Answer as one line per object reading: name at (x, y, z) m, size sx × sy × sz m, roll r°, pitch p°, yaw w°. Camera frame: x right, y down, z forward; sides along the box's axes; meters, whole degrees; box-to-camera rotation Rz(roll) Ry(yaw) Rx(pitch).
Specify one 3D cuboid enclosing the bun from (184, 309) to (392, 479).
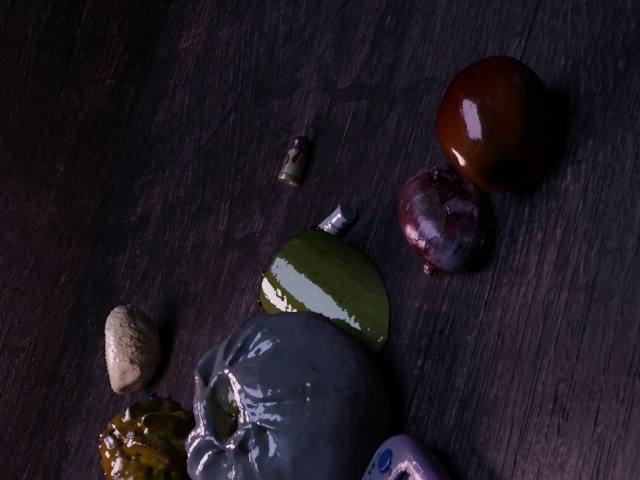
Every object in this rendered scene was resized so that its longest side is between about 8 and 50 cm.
bun at (-0.061, 0.262, 1.484) m, size 0.354 × 0.194 × 0.354 m, roll -20°, pitch 59°, yaw 37°

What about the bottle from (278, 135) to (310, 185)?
bottle at (-0.050, -0.163, 2.054) m, size 0.063 × 0.047 × 0.101 m, roll 2°, pitch 72°, yaw 56°

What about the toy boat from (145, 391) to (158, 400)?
toy boat at (-0.365, 0.405, 2.282) m, size 0.110 × 0.091 × 0.175 m, roll -22°, pitch 39°, yaw 16°

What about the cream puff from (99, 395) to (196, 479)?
cream puff at (-0.350, 0.432, 2.091) m, size 0.244 × 0.196 × 0.244 m, roll -5°, pitch 81°, yaw 30°

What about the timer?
timer at (0.099, 0.362, 1.288) m, size 0.208 × 0.069 × 0.191 m, roll -63°, pitch 24°, yaw 14°

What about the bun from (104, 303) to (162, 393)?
bun at (-0.453, 0.262, 2.492) m, size 0.220 × 0.134 × 0.220 m, roll 177°, pitch 90°, yaw -85°

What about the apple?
apple at (0.226, -0.148, 1.321) m, size 0.156 × 0.147 × 0.158 m, roll -33°, pitch 40°, yaw 23°

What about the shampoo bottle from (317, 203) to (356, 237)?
shampoo bottle at (0.000, 0.000, 1.823) m, size 0.190 × 0.041 × 0.069 m, roll -45°, pitch 28°, yaw 44°

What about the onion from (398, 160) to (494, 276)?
onion at (0.157, -0.030, 1.431) m, size 0.151 × 0.098 × 0.206 m, roll -60°, pitch 26°, yaw 20°

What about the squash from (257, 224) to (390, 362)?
squash at (0.039, 0.114, 1.674) m, size 0.260 × 0.189 × 0.189 m, roll 35°, pitch 108°, yaw 29°
